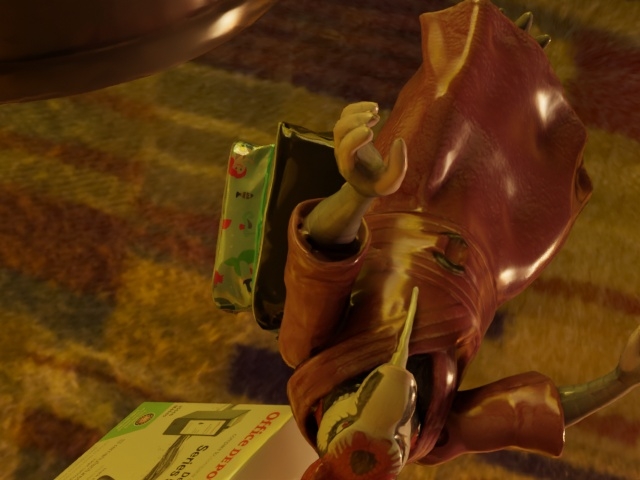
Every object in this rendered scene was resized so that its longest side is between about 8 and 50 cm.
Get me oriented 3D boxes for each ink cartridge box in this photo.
[{"bbox_3d":[-0.158,0.292,1.336,0.273,0.198,0.114,-6,112,35],"label":"ink cartridge box"}]

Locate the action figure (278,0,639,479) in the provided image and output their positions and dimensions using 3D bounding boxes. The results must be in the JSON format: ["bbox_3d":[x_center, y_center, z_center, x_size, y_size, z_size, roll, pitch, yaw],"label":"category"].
[{"bbox_3d":[0.045,0.020,0.666,0.248,0.370,0.276,46,136,-17],"label":"action figure"}]

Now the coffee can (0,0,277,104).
[{"bbox_3d":[-0.115,-0.209,0.337,0.202,0.201,0.275,6,130,11],"label":"coffee can"}]

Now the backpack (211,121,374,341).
[{"bbox_3d":[0.000,0.000,1.178,0.191,0.253,0.225,6,86,20],"label":"backpack"}]
